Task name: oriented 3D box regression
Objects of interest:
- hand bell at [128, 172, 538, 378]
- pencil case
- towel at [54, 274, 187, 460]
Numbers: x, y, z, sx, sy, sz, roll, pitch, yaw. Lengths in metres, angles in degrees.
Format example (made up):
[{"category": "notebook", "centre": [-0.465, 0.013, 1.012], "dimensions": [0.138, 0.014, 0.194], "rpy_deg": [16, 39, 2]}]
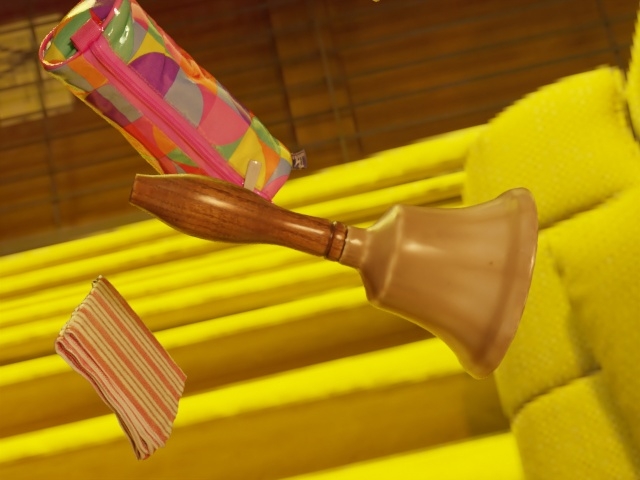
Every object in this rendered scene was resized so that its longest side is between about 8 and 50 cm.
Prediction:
[{"category": "hand bell", "centre": [0.000, 0.000, 0.836], "dimensions": [0.126, 0.242, 0.126], "rpy_deg": [-167, 90, -81]}, {"category": "pencil case", "centre": [-0.120, -0.105, 1.109], "dimensions": [0.236, 0.104, 0.104], "rpy_deg": [42, -162, -29]}, {"category": "towel", "centre": [-0.190, 0.117, 1.287], "dimensions": [0.144, 0.029, 0.197], "rpy_deg": [54, -171, -11]}]
